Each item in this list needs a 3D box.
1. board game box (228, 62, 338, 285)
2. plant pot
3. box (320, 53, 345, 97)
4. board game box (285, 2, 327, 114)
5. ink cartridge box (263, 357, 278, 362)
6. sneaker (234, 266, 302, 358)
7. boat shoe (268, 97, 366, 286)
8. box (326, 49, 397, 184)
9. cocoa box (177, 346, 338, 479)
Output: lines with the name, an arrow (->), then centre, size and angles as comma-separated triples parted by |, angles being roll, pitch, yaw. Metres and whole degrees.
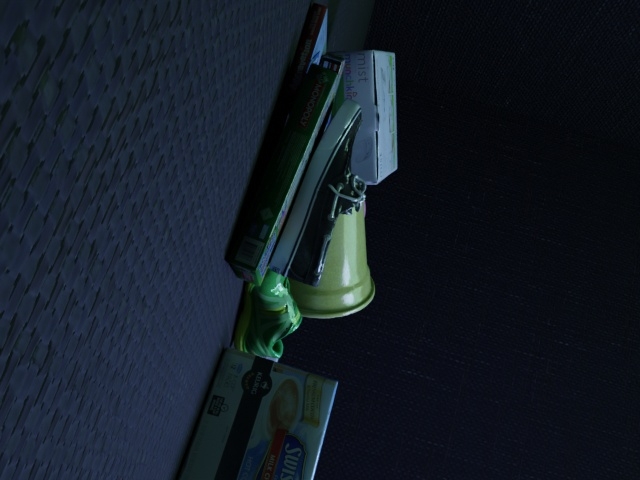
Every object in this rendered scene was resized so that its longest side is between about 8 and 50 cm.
board game box -> -0.057, -0.091, 1.114 | 0.213, 0.046, 0.317 | 102, 10, -80
plant pot -> 0.000, 0.000, 1.657 | 0.276, 0.276, 0.254 | -72, 166, -61
box -> -0.002, -0.234, 1.302 | 0.114, 0.036, 0.207 | -72, 179, -72
board game box -> -0.022, -0.283, 1.216 | 0.281, 0.027, 0.145 | 94, 12, -87
ink cartridge box -> -0.231, 0.565, 2.237 | 0.385, 0.091, 0.308 | -74, 180, -57
sneaker -> -0.089, 0.116, 1.400 | 0.109, 0.123, 0.296 | -72, 178, -53
boat shoe -> 0.019, -0.074, 1.155 | 0.113, 0.104, 0.306 | 101, 12, -87
box -> 0.084, -0.261, 1.489 | 0.231, 0.126, 0.262 | -40, 130, -68
cocoa box -> -0.128, 0.421, 1.322 | 0.231, 0.227, 0.347 | 106, 1, -56
